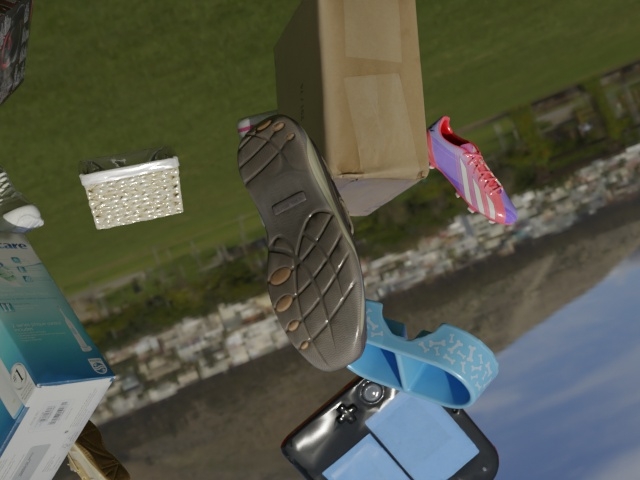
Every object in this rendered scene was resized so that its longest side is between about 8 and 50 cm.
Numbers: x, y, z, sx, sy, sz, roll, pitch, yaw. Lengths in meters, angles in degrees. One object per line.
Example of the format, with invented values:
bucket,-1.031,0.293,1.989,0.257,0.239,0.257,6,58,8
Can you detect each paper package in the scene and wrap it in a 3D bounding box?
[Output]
paper package,0.039,-0.219,1.654,0.168,0.324,0.309,0,168,-17

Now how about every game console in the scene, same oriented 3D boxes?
game console,0.156,0.447,2.099,0.342,0.386,0.060,-41,-163,-6

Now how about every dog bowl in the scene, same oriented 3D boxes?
dog bowl,0.151,0.197,1.717,0.297,0.166,0.074,16,-124,24

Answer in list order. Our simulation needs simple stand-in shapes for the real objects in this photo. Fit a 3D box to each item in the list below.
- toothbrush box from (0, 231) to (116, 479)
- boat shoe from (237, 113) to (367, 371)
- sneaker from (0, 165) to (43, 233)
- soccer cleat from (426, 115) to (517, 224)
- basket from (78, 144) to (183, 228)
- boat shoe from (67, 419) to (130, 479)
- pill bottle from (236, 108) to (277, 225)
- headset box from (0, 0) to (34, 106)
toothbrush box,-0.438,0.159,1.376,0.126,0.295,0.216,3,130,-49
boat shoe,0.000,0.000,1.350,0.132,0.355,0.130,-22,163,24
sneaker,-0.500,-0.064,1.546,0.090,0.115,0.232,-22,-161,-32
soccer cleat,0.292,-0.132,1.939,0.083,0.248,0.095,-27,157,-52
basket,-0.323,-0.092,1.731,0.167,0.103,0.113,-11,-161,-11
boat shoe,-0.352,0.326,1.513,0.063,0.170,0.059,5,124,-51
pill bottle,-0.051,-0.113,1.933,0.160,0.283,0.160,-14,-173,2
headset box,-0.666,-0.369,1.977,0.110,0.218,0.293,15,-151,-4
